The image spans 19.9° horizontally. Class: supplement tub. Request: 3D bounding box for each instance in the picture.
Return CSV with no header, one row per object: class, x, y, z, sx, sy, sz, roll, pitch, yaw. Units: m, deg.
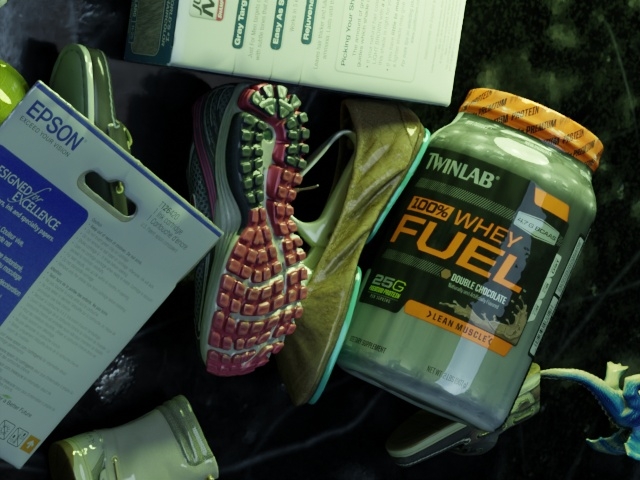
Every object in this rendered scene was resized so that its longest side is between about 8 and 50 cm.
supplement tub,0.168,0.020,1.988,0.207,0.207,0.338,28,82,-34

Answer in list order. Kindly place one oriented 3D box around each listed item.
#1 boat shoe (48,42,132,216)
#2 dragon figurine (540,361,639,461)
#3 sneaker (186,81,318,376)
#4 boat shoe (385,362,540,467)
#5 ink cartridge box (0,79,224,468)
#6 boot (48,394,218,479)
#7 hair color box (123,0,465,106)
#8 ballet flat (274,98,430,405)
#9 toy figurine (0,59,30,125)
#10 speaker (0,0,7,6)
boat shoe,-0.222,-0.082,1.787,0.069,0.081,0.228,-8,110,-35
dragon figurine,0.386,0.229,2.246,0.289,0.085,0.144,8,94,-36
sneaker,-0.083,-0.011,1.861,0.121,0.112,0.299,6,91,-44
boat shoe,0.174,0.213,2.104,0.223,0.080,0.073,-28,108,-32
ink cartridge box,-0.282,0.032,1.688,0.307,0.072,0.303,-51,139,-3
boot,-0.180,0.280,1.881,0.165,0.077,0.213,-21,107,-31
hair color box,-0.018,-0.244,1.875,0.347,0.105,0.174,5,95,-35
ballet flat,0.000,0.000,1.941,0.124,0.116,0.342,25,84,-14
toy figurine,-0.385,-0.127,1.582,0.362,0.217,0.191,29,82,-34
speaker,-0.284,-0.270,1.722,0.136,0.055,0.055,-44,120,-20
